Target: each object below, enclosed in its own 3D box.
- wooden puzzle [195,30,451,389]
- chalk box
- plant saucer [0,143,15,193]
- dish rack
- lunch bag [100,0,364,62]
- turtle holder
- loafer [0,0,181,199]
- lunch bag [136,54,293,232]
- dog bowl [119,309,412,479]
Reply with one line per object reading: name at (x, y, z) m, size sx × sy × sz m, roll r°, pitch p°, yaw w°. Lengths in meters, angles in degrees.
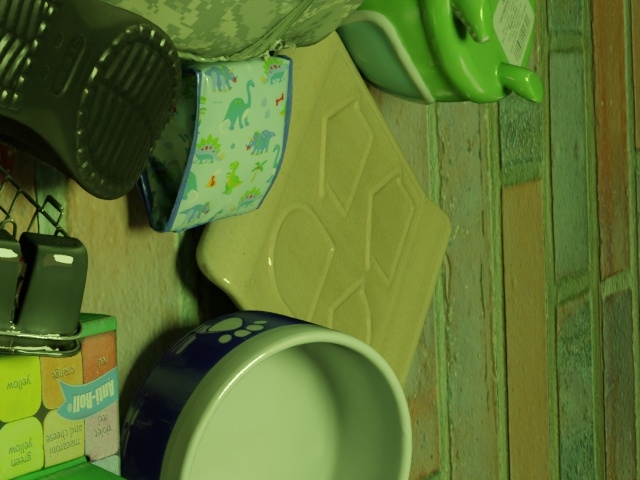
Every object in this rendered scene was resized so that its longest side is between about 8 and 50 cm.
wooden puzzle at (0.000, 0.000, 1.654) m, size 0.348 × 0.080 × 0.322 m, roll 52°, pitch 46°, yaw -42°
chalk box at (-0.236, 0.137, 0.991) m, size 0.180 × 0.289 × 0.179 m, roll -9°, pitch 99°, yaw -61°
plant saucer at (-0.262, -0.068, 1.227) m, size 0.083 × 0.013 × 0.083 m, roll -5°, pitch 96°, yaw -62°
dish rack at (-0.270, -0.026, 0.964) m, size 0.208 × 0.271 × 0.074 m, roll 9°, pitch 108°, yaw -37°
lunch bag at (-0.057, -0.286, 1.300) m, size 0.256 × 0.305 × 0.212 m, roll -15°, pitch 69°, yaw -52°
turtle holder at (0.094, -0.266, 1.656) m, size 0.320 × 0.227 × 0.243 m, roll 11°, pitch 82°, yaw -60°
loafer at (-0.212, -0.137, 1.174) m, size 0.134 × 0.130 × 0.366 m, roll -63°, pitch 159°, yaw -7°
lunch bag at (-0.097, -0.088, 1.421) m, size 0.129 × 0.096 × 0.151 m, roll -16°, pitch 114°, yaw -47°
dog bowl at (-0.047, 0.198, 1.440) m, size 0.265 × 0.104 × 0.265 m, roll -11°, pitch 107°, yaw -38°
